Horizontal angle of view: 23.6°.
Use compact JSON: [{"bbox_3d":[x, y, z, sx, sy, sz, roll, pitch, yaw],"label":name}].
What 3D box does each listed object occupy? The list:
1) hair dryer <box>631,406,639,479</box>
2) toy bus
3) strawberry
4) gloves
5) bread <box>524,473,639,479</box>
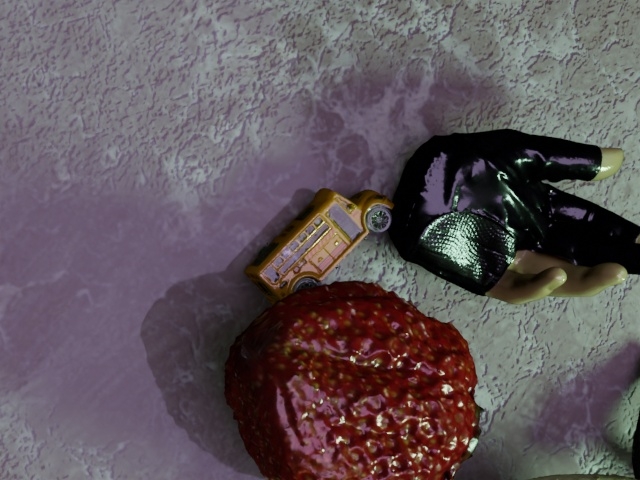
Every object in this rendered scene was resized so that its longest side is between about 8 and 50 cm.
[{"bbox_3d":[0.423,0.257,1.756,0.219,0.075,0.195,44,39,-39],"label":"hair dryer"},{"bbox_3d":[0.000,0.000,1.604,0.162,0.069,0.074,-46,103,-11],"label":"toy bus"},{"bbox_3d":[0.026,0.152,1.502,0.288,0.250,0.238,38,81,-37],"label":"strawberry"},{"bbox_3d":[0.228,-0.025,1.635,0.301,0.152,0.197,18,92,6],"label":"gloves"},{"bbox_3d":[0.232,0.353,1.584,0.306,0.305,0.158,-8,53,-19],"label":"bread"}]
